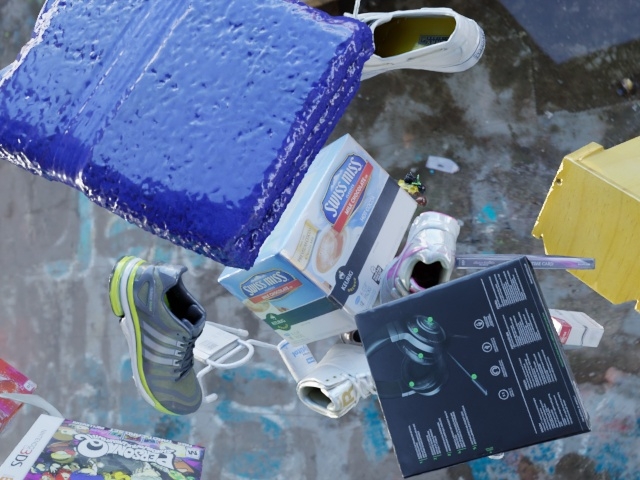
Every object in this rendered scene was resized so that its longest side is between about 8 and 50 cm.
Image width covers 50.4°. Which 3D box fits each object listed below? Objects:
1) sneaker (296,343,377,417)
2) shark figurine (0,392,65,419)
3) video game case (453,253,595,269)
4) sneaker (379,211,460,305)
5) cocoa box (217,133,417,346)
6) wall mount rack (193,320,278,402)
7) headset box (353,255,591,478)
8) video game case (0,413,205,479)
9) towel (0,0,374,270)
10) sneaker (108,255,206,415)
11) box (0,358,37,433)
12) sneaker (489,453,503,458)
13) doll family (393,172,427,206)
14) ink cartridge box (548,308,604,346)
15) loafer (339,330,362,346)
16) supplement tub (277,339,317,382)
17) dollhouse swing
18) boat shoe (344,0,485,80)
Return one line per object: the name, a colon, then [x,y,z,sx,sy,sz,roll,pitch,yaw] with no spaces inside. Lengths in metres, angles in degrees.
sneaker: [0.095,0.269,1.256,0.292,0.169,0.108,-8,108,38]
shark figurine: [-0.417,0.370,1.061,0.166,0.116,0.278,0,96,15]
video game case: [0.383,0.043,1.389,0.274,0.196,0.026,1,91,-5]
sneaker: [0.167,0.072,1.206,0.102,0.111,0.252,15,131,-1]
cocoa box: [0.000,0.000,1.395,0.231,0.228,0.347,-24,30,48]
wall mount rack: [-0.260,0.293,1.820,0.350,0.304,0.131,14,122,44]
headset box: [0.208,0.187,0.989,0.283,0.131,0.246,-22,75,17]
video game case: [-0.264,0.293,0.839,0.232,0.210,0.042,14,97,-7]
towel: [-0.130,-0.123,0.576,0.308,0.076,0.228,24,77,23]
sneaker: [-0.240,0.163,1.100,0.121,0.111,0.300,-3,119,20]
box: [-0.669,0.258,1.227,0.257,0.123,0.128,38,114,-6]
sneaker: [0.438,0.492,1.776,0.158,0.061,0.065,-104,13,-47]
doll family: [0.204,-0.109,1.644,0.111,0.193,0.076,8,126,9]
ink cartridge box: [0.644,0.226,1.763,0.099,0.135,0.056,-125,46,-64]
loafer: [0.191,0.179,1.477,0.302,0.095,0.109,-13,94,-5]
supplement tub: [-0.057,0.298,1.728,0.071,0.071,0.107,-41,71,24]
dollhouse swing: [0.776,-0.057,1.637,0.347,0.304,0.315,44,131,41]
boat shoe: [0.103,-0.372,1.252,0.367,0.156,0.136,11,89,34]
